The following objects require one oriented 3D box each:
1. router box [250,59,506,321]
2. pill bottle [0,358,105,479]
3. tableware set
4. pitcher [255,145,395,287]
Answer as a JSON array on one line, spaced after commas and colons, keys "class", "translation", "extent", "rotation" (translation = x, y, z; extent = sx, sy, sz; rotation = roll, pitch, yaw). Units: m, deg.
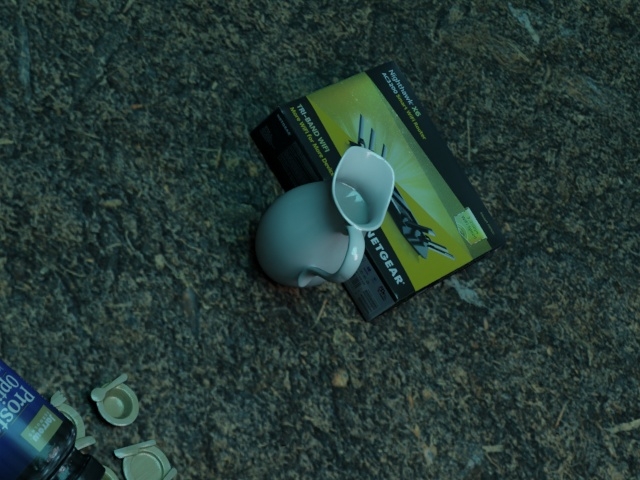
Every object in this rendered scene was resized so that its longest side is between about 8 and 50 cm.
[{"class": "router box", "translation": [0.083, -0.073, 2.420], "extent": [0.243, 0.081, 0.309], "rotation": [-27, 83, -42]}, {"class": "pill bottle", "translation": [-0.345, 0.212, 1.920], "extent": [0.219, 0.123, 0.123], "rotation": [42, 48, -9]}, {"class": "tableware set", "translation": [-0.249, 0.239, 2.044], "extent": [0.141, 0.020, 0.169], "rotation": [-26, 82, -42]}, {"class": "pitcher", "translation": [0.000, 0.000, 2.233], "extent": [0.125, 0.207, 0.178], "rotation": [27, 53, -21]}]
